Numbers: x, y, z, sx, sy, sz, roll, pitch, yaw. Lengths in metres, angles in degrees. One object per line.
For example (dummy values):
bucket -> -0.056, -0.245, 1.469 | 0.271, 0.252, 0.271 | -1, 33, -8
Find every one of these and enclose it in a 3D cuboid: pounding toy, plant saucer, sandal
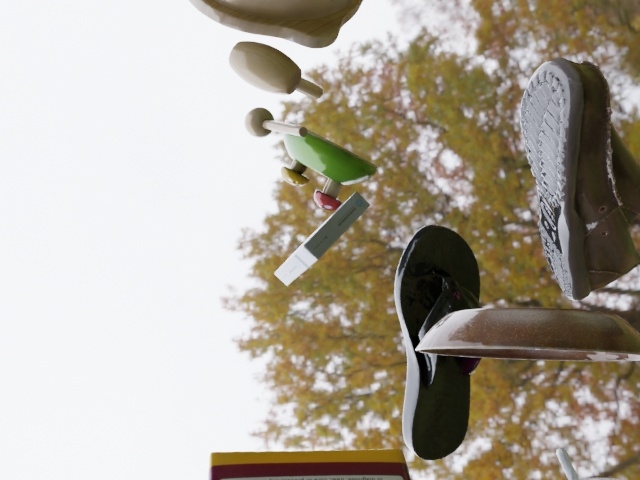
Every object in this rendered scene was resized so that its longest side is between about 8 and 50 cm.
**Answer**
pounding toy -> -0.021, -0.130, 1.560 | 0.236, 0.183, 0.110 | 22, -83, -42
plant saucer -> 0.180, 0.081, 0.765 | 0.198, 0.198, 0.036 | 15, -106, -55
sandal -> 0.228, 0.188, 1.579 | 0.167, 0.107, 0.446 | -14, -69, -27
pounding toy -> -0.044, -0.232, 0.848 | 0.154, 0.155, 0.269 | 26, -134, 7

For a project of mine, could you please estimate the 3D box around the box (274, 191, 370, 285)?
box -> 0.000, 0.000, 1.590 | 0.038, 0.186, 0.145 | 45, -115, -2

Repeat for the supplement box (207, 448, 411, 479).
supplement box -> 0.000, 0.190, 0.406 | 0.188, 0.104, 0.081 | -100, 12, -56

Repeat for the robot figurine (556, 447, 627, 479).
robot figurine -> 0.213, 0.334, 0.669 | 0.299, 0.199, 0.354 | 8, -93, -30

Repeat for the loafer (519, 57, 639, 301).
loafer -> 0.334, -0.081, 1.107 | 0.366, 0.130, 0.134 | 70, -178, -47
